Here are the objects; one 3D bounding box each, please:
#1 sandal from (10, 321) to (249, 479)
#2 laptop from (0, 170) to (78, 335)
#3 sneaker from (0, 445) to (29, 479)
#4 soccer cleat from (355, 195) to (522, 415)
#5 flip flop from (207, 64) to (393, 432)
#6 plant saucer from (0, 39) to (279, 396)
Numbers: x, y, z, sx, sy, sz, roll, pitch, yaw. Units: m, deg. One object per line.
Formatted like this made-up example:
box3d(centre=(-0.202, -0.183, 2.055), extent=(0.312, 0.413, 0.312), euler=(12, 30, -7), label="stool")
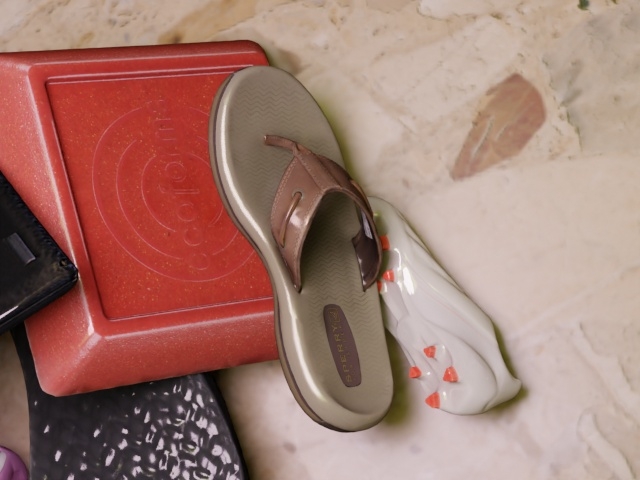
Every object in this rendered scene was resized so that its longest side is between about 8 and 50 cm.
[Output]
box3d(centre=(-0.146, 0.121, 1.437), extent=(0.168, 0.107, 0.445), euler=(-20, 65, 10), label="sandal")
box3d(centre=(-0.400, 0.088, 1.388), extent=(0.408, 0.236, 0.382), euler=(-33, 52, -12), label="laptop")
box3d(centre=(-0.308, 0.259, 1.448), extent=(0.104, 0.095, 0.236), euler=(24, 88, 22), label="sneaker")
box3d(centre=(0.079, 0.049, 1.412), extent=(0.068, 0.076, 0.196), euler=(-54, 52, 37), label="soccer cleat")
box3d(centre=(0.000, 0.000, 1.359), extent=(0.080, 0.112, 0.277), euler=(-31, 70, 52), label="flip flop")
box3d(centre=(-0.109, -0.032, 1.381), extent=(0.259, 0.048, 0.258), euler=(-7, 75, -34), label="plant saucer")
